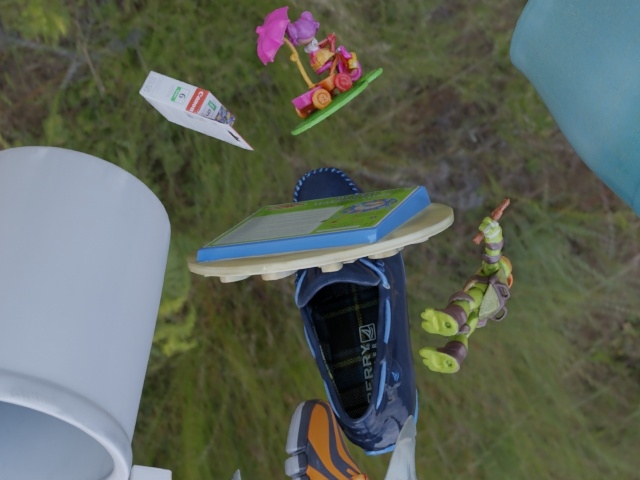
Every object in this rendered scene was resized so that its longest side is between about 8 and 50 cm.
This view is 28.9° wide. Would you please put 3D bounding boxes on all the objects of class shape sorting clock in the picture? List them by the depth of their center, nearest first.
[{"bbox_3d":[0.000,0.000,0.946,0.206,0.206,0.040,-16,103,-15],"label":"shape sorting clock"}]

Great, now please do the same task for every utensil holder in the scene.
[{"bbox_3d":[-0.379,0.116,1.658,0.327,0.386,0.328,5,144,4],"label":"utensil holder"}]

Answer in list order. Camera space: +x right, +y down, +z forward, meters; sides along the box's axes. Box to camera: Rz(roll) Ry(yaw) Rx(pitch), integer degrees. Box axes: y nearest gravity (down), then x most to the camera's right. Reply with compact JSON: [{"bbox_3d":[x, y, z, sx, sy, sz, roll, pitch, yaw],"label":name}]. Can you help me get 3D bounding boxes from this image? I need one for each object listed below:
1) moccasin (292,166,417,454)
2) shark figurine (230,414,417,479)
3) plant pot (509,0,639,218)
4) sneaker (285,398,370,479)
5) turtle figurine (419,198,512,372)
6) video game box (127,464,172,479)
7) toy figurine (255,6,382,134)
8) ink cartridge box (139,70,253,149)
[{"bbox_3d":[0.039,0.058,1.361,0.137,0.342,0.117,-24,153,11],"label":"moccasin"},{"bbox_3d":[-0.034,0.268,1.227,0.278,0.116,0.166,-33,163,22],"label":"shark figurine"},{"bbox_3d":[0.339,-0.174,1.245,0.271,0.255,0.272,-40,158,-20],"label":"plant pot"},{"bbox_3d":[0.068,0.320,1.367,0.180,0.321,0.124,-14,159,13],"label":"sneaker"},{"bbox_3d":[0.216,0.089,1.733,0.217,0.087,0.270,-48,159,-41],"label":"turtle figurine"},{"bbox_3d":[-0.182,0.356,1.193,0.048,0.205,0.187,12,124,-15],"label":"video game box"},{"bbox_3d":[-0.015,-0.260,1.743,0.173,0.159,0.130,-40,-169,-31],"label":"toy figurine"},{"bbox_3d":[-0.118,-0.129,1.239,0.029,0.115,0.063,-63,152,-10],"label":"ink cartridge box"}]
